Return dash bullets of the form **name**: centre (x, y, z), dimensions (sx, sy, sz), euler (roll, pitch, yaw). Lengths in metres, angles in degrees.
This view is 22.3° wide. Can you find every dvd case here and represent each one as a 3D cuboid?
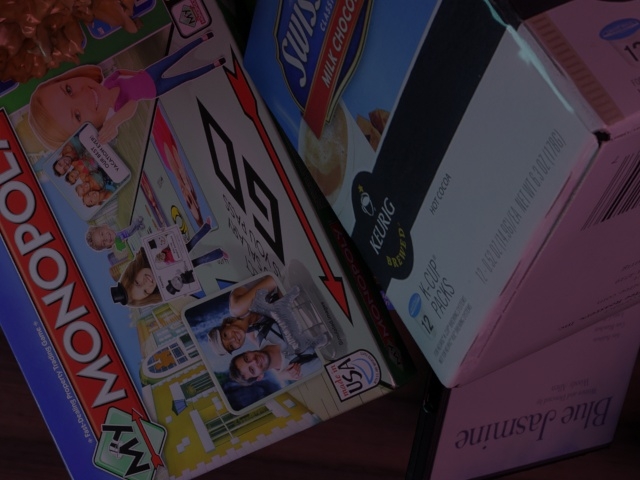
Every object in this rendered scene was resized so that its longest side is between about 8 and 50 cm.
- **dvd case**: centre (0.153, 0.049, 1.086), dimensions (0.180, 0.022, 0.253), euler (-9, 123, -34)

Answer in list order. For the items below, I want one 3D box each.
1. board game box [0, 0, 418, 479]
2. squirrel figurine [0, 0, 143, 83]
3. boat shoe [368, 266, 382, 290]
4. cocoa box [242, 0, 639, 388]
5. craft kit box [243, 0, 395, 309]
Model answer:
- **board game box**: centre (-0.106, -0.022, 0.940), dimensions (0.213, 0.046, 0.317), euler (-26, 88, 20)
- **squirrel figurine**: centre (-0.248, -0.249, 0.799), dimensions (0.370, 0.281, 0.397), euler (-42, 134, -8)
- **boat shoe**: centre (-0.001, 0.001, 0.997), dimensions (0.223, 0.080, 0.073), euler (-9, 162, 6)
- **cocoa box**: centre (0.171, -0.126, 0.818), dimensions (0.347, 0.228, 0.231), euler (-22, 156, -24)
- **craft kit box**: centre (0.012, -0.074, 1.031), dimensions (0.250, 0.061, 0.247), euler (2, 120, -8)
